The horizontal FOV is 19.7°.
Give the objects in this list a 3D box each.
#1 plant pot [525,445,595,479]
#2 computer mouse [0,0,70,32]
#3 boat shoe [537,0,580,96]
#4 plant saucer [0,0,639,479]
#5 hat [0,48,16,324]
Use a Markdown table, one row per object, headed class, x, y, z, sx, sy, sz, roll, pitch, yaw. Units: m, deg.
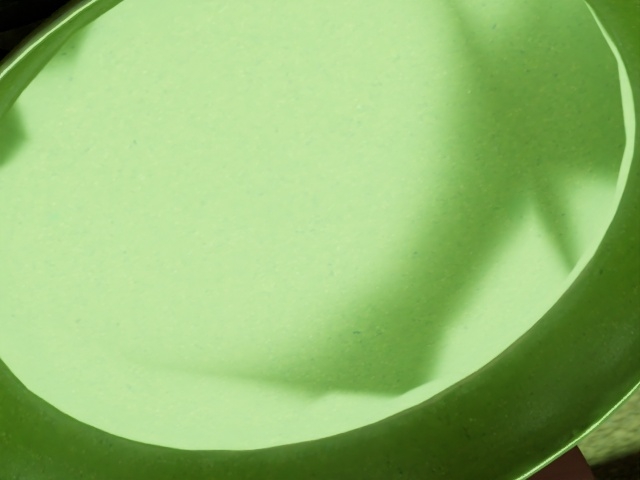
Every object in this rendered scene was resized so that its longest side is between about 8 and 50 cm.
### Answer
| class | x | y | z | sx | sy | sz | roll | pitch | yaw |
| --- | --- | --- | --- | --- | --- | --- | --- | --- | --- |
| plant pot | 0.031 | 0.150 | 0.879 | 0.180 | 0.201 | 0.201 | -7 | 150 | -43 |
| computer mouse | -0.092 | -0.136 | 0.481 | 0.188 | 0.072 | 0.272 | -3 | 145 | -22 |
| boat shoe | 0.017 | -0.028 | 0.639 | 0.130 | 0.132 | 0.355 | 25 | 131 | 13 |
| plant saucer | 0.000 | 0.000 | 0.505 | 0.241 | 0.037 | 0.241 | -10 | 134 | -11 |
| hat | -0.178 | -0.045 | 0.563 | 0.183 | 0.208 | 0.173 | 43 | 144 | -20 |
